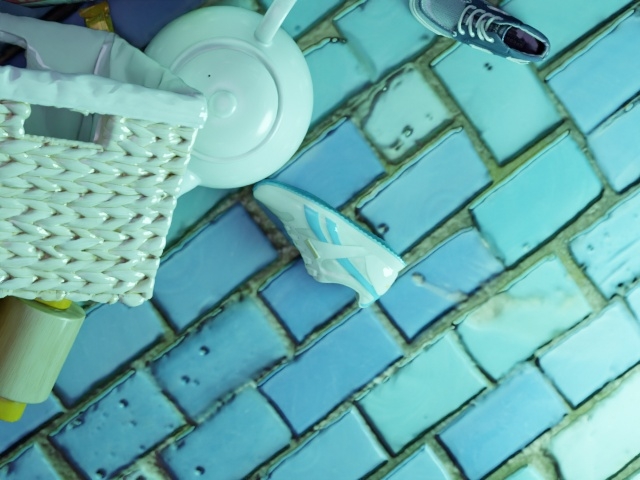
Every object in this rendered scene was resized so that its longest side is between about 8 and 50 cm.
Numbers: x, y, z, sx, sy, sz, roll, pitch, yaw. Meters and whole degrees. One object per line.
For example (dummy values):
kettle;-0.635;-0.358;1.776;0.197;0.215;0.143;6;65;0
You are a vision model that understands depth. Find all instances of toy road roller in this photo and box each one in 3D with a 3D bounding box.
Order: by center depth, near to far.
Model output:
toy road roller;-0.466;0.109;1.574;0.330;0.240;0.202;23;100;-18

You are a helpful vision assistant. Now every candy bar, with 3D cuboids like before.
candy bar;-0.276;-0.231;1.674;0.040;0.018;0.161;-15;100;-1

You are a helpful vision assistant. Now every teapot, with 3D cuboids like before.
teapot;-0.120;-0.183;1.610;0.253;0.187;0.256;-12;98;-3

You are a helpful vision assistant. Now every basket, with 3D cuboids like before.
basket;-0.359;-0.112;1.482;0.328;0.331;0.266;6;110;-32

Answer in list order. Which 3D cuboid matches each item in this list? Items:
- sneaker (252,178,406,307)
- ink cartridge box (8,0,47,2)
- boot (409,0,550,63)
sneaker;0.000;0.000;1.697;0.229;0.087;0.092;35;96;-7
ink cartridge box;-0.189;-0.383;1.526;0.385;0.279;0.160;-8;98;-3
boot;0.211;-0.286;1.671;0.190;0.086;0.069;20;96;-7
